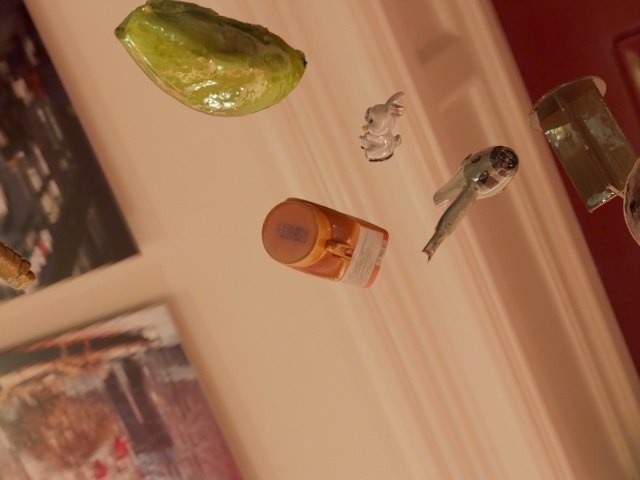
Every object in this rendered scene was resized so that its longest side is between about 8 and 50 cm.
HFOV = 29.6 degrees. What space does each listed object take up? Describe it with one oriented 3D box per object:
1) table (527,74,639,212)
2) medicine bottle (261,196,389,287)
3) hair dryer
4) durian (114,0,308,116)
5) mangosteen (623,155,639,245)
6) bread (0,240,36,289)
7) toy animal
[{"bbox_3d":[0.526,-0.179,2.337,0.167,0.226,0.167,-20,155,-10],"label":"table"},{"bbox_3d":[0.000,0.001,1.958,0.149,0.112,0.222,20,-178,27],"label":"medicine bottle"},{"bbox_3d":[0.235,-0.058,2.221,0.267,0.092,0.229,-47,-173,-13],"label":"hair dryer"},{"bbox_3d":[-0.115,-0.214,1.399,0.250,0.139,0.101,11,146,-28],"label":"durian"},{"bbox_3d":[0.519,-0.035,1.577,0.211,0.250,0.211,-23,147,-16],"label":"mangosteen"},{"bbox_3d":[-0.361,0.021,1.373,0.033,0.088,0.049,-47,-150,-1],"label":"bread"},{"bbox_3d":[0.114,-0.212,2.252,0.085,0.124,0.071,2,-144,3],"label":"toy animal"}]
